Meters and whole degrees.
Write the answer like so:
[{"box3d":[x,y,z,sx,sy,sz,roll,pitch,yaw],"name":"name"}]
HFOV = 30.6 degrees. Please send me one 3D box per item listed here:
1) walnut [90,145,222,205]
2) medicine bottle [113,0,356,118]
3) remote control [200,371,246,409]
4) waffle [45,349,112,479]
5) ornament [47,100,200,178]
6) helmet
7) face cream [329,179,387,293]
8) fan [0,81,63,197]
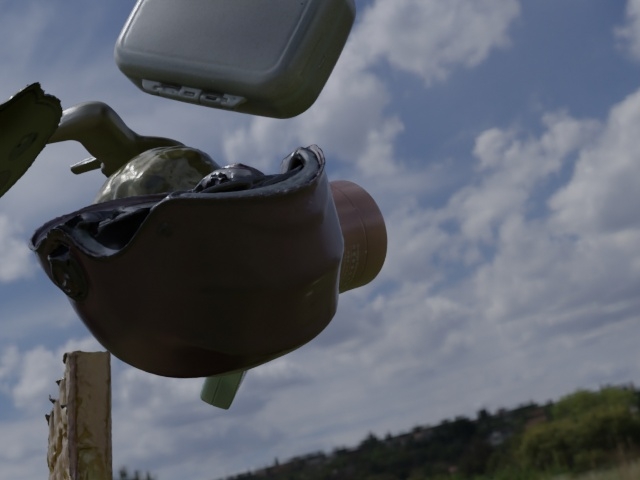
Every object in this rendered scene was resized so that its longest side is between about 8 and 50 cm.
[{"box3d":[-0.226,-0.005,1.875,0.282,0.277,0.253,29,1,-44],"name":"walnut"},{"box3d":[-0.138,-0.329,1.852,0.375,0.282,0.123,14,-19,33],"name":"medicine bottle"},{"box3d":[-0.087,0.096,1.625,0.050,0.145,0.344,22,26,1],"name":"remote control"},{"box3d":[-0.371,0.370,1.771,0.077,0.304,0.348,2,-30,-18],"name":"waffle"},{"box3d":[-0.354,-0.161,2.033,0.244,0.061,0.230,-14,-34,20],"name":"ornament"},{"box3d":[-0.119,0.034,1.168,0.338,0.197,0.271,-12,10,39],"name":"helmet"},{"box3d":[0.000,0.000,1.534,0.104,0.149,0.149,-14,-12,-44],"name":"face cream"},{"box3d":[-0.364,-0.037,1.145,0.335,0.011,0.229,-48,-8,27],"name":"fan"}]
